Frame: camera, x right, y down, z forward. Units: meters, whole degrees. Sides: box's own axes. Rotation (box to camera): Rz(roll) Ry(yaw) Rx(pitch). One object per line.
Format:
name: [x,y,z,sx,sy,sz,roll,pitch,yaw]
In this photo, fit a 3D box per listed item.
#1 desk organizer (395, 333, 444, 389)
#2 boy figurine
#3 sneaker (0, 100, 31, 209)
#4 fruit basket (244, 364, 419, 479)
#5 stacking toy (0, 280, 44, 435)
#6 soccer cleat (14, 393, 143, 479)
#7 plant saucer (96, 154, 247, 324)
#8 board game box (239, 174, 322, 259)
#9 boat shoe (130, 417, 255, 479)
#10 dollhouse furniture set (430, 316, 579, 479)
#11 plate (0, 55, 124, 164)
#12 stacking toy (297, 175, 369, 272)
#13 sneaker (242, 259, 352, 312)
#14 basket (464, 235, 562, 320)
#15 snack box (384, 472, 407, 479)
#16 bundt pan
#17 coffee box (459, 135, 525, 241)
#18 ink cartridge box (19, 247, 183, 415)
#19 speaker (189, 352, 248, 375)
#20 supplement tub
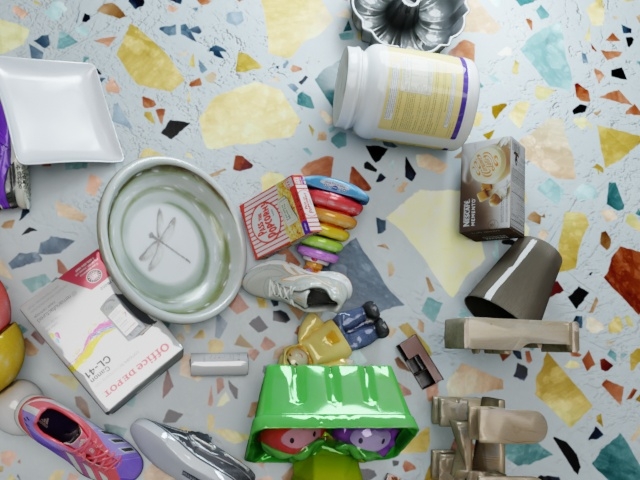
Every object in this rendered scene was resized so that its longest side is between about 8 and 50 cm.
desk organizer: [0.243,0.299,1.890,0.050,0.047,0.130,-30,82,-13]
boy figurine: [0.014,0.240,1.843,0.285,0.092,0.177,-22,81,-19]
sneaker: [-0.774,-0.211,1.815,0.146,0.102,0.293,-7,77,-11]
fruit basket: [0.018,0.481,1.709,0.393,0.283,0.391,5,57,-7]
stacking toy: [-0.761,0.227,1.640,0.351,0.351,0.479,-34,100,-16]
soccer cleat: [-0.503,0.437,1.642,0.318,0.116,0.108,42,66,-26]
plant saucer: [-0.353,0.005,1.783,0.401,0.101,0.400,19,62,-40]
board game box: [-0.099,-0.054,1.854,0.045,0.194,0.146,-5,72,-51]
boat shoe: [-0.284,0.478,1.730,0.301,0.108,0.102,28,40,11]
dollhouse furniture set: [0.418,0.374,1.710,0.257,0.362,0.393,3,82,-6]
plate: [-0.633,-0.302,1.838,0.278,0.045,0.277,-8,75,-47]
stacking toy: [0.000,0.000,1.889,0.175,0.166,0.301,16,88,4]
sneaker: [-0.061,0.114,1.804,0.263,0.121,0.099,4,109,9]
basket: [0.501,0.114,1.932,0.204,0.154,0.226,39,69,-6]
snack box: [0.158,0.642,1.799,0.064,0.022,0.178,22,73,-5]
bundt pan: [0.228,-0.625,2.085,0.331,0.124,0.330,3,75,-10]
coffee box: [0.442,-0.130,1.976,0.098,0.141,0.246,23,67,-50]
ink cartridge box: [-0.489,0.206,1.744,0.226,0.131,0.306,-40,84,-17]
speaker: [-0.239,0.290,1.804,0.136,0.055,0.055,0,76,-10]
supplement tub: [0.212,-0.365,1.954,0.332,0.241,0.240,8,75,-8]
